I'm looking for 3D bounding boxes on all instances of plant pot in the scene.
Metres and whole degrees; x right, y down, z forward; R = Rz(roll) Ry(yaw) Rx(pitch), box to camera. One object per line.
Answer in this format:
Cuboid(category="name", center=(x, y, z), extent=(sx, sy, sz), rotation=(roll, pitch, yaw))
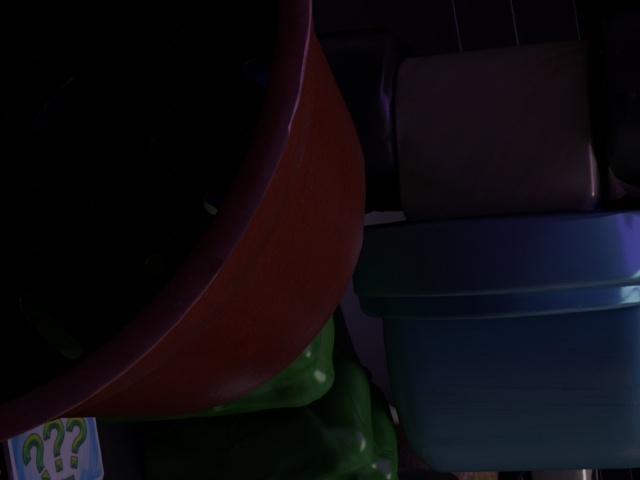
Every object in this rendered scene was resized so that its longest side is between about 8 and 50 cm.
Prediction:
Cuboid(category="plant pot", center=(-0.103, -0.041, 0.593), extent=(0.265, 0.272, 0.272), rotation=(39, 46, -72))

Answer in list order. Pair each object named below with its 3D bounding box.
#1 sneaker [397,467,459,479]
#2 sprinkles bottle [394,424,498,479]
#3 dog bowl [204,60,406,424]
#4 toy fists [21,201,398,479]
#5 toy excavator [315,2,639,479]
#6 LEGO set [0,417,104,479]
Cuboid(category="sneaker", center=(0.002, 0.255, 0.939), extent=(0.350, 0.131, 0.148), rotation=(-28, 111, -60))
Cuboid(category="sprinkles bottle", center=(0.062, 0.283, 1.083), extent=(0.355, 0.121, 0.121), rotation=(-79, 152, -43))
Cuboid(category="dog bowl", center=(0.000, 0.000, 1.046), extent=(0.265, 0.104, 0.265), rotation=(-8, 90, -70))
Cuboid(category="toy fists", center=(-0.043, 0.083, 0.845), extent=(0.279, 0.142, 0.096), rotation=(62, 28, -45))
Cuboid(category="toy excavator", center=(0.147, 0.093, 0.970), extent=(0.433, 0.222, 0.445), rotation=(-6, 94, -75))
Cuboid(category="LEGO set", center=(-0.139, 0.174, 0.662), extent=(0.244, 0.060, 0.182), rotation=(-15, 98, -65))
